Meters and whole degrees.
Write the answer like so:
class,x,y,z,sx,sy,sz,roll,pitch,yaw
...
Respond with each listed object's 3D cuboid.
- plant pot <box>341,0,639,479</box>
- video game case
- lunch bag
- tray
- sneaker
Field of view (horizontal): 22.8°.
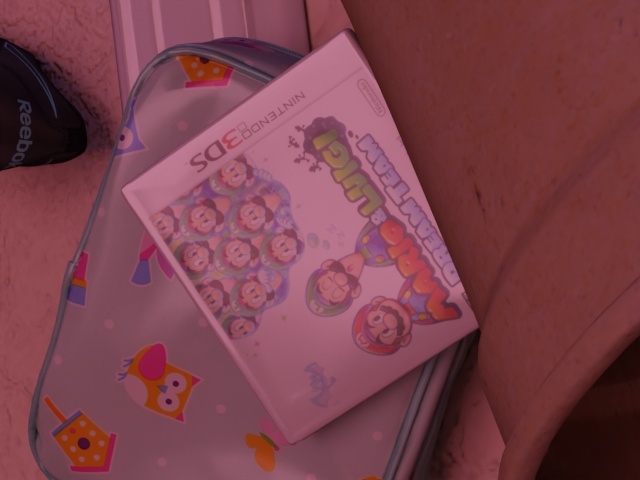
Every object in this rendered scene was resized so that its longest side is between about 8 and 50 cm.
class,x,y,z,sx,sy,sz,roll,pitch,yaw
plant pot,0.153,-0.087,0.673,0.334,0.334,0.305,-44,58,25
video game case,0.000,0.000,0.784,0.143,0.019,0.157,-34,90,14
lunch bag,-0.023,0.045,0.866,0.224,0.108,0.279,22,106,8
tray,-0.070,-0.083,0.960,0.145,0.030,0.270,-9,86,31
sneaker,-0.249,-0.096,1.040,0.267,0.106,0.101,34,115,48
